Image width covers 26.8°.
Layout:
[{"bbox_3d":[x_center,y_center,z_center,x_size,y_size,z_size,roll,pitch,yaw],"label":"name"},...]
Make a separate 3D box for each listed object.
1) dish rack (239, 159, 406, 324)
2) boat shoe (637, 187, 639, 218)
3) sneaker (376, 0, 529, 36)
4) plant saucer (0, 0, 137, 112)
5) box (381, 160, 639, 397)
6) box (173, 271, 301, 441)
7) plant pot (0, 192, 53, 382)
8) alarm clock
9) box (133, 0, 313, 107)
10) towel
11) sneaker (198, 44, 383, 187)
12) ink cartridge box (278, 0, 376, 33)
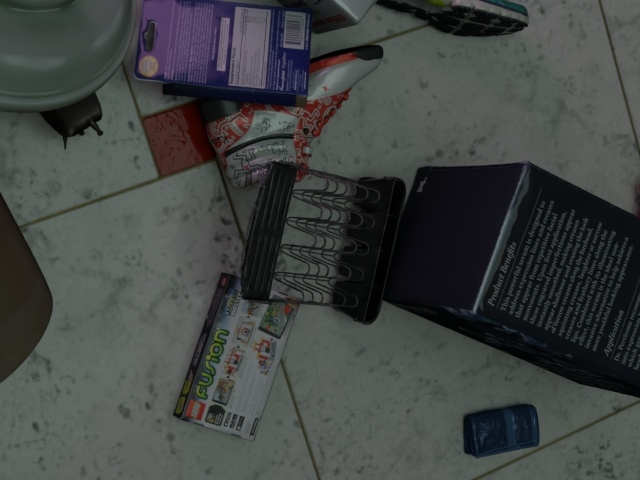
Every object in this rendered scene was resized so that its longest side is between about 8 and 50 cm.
[{"bbox_3d":[0.000,0.000,1.785,0.271,0.074,0.208,9,93,-55],"label":"dish rack"},{"bbox_3d":[0.514,-0.084,2.073,0.043,0.049,0.137,25,81,-19],"label":"boat shoe"},{"bbox_3d":[0.183,-0.366,1.896,0.275,0.107,0.110,20,74,-23],"label":"sneaker"},{"bbox_3d":[-0.372,-0.346,1.549,0.400,0.100,0.401,18,57,-31],"label":"plant saucer"},{"bbox_3d":[0.330,0.061,1.870,0.395,0.293,0.212,24,83,-22],"label":"box"},{"bbox_3d":[-0.113,0.158,1.826,0.114,0.036,0.207,21,84,-22],"label":"box"},{"bbox_3d":[-0.467,0.031,1.551,0.323,0.323,0.280,-48,125,-14],"label":"plant pot"},{"bbox_3d":[-0.339,-0.208,1.663,0.064,0.129,0.192,-31,105,-18],"label":"alarm clock"},{"bbox_3d":[-0.126,-0.249,1.753,0.225,0.036,0.136,6,65,-5],"label":"box"},{"bbox_3d":[0.271,0.283,1.998,0.119,0.029,0.067,-6,94,-22],"label":"towel"},{"bbox_3d":[-0.022,-0.164,1.823,0.270,0.090,0.145,-22,102,-17],"label":"sneaker"},{"bbox_3d":[-0.029,-0.374,1.774,0.208,0.153,0.087,38,79,-19],"label":"ink cartridge box"}]
